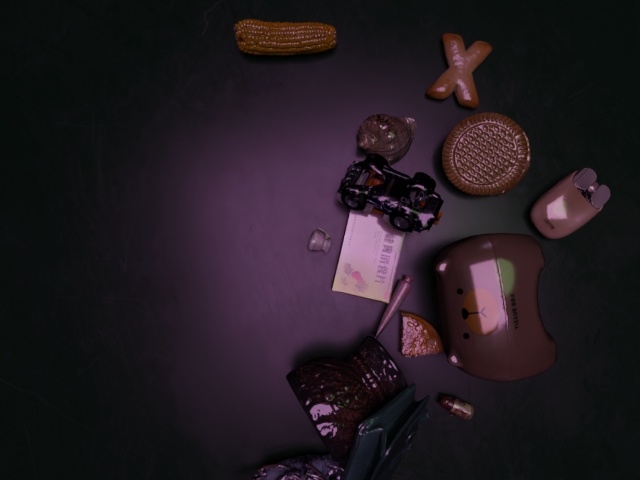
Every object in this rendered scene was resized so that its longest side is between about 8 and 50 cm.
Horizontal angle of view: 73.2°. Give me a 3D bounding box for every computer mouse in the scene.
[{"bbox_3d":[0.742,-0.108,1.286,0.237,0.082,0.145,-37,87,0],"label":"computer mouse"}]

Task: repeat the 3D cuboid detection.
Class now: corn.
[{"bbox_3d":[-0.101,-0.609,1.303,0.313,0.102,0.101,2,88,-1],"label":"corn"}]

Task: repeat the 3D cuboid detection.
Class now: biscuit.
[{"bbox_3d":[0.488,-0.249,1.273,0.260,0.079,0.258,2,102,8],"label":"biscuit"},{"bbox_3d":[0.428,-0.522,1.322,0.165,0.047,0.207,15,88,2],"label":"biscuit"}]

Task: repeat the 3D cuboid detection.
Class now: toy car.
[{"bbox_3d":[0.201,-0.123,1.234,0.301,0.118,0.193,26,56,11],"label":"toy car"}]

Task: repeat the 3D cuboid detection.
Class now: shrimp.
[{"bbox_3d":[-0.074,0.679,1.211,0.373,0.172,0.137,-10,55,-14],"label":"shrimp"}]

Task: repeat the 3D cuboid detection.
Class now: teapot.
[{"bbox_3d":[0.000,0.000,1.300,0.064,0.064,0.083,20,56,-6],"label":"teapot"}]

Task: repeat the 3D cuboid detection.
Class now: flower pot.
[{"bbox_3d":[0.082,0.413,1.189,0.267,0.266,0.266,-31,88,-11],"label":"flower pot"}]

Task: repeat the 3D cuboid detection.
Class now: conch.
[{"bbox_3d":[0.205,-0.310,1.303,0.207,0.130,0.155,-25,123,-22],"label":"conch"}]

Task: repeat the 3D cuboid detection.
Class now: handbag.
[{"bbox_3d":[0.170,0.548,1.129,0.089,0.239,0.326,33,130,33],"label":"handbag"}]

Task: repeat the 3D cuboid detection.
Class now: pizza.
[{"bbox_3d":[0.288,0.296,1.291,0.178,0.041,0.130,31,85,1],"label":"pizza"}]

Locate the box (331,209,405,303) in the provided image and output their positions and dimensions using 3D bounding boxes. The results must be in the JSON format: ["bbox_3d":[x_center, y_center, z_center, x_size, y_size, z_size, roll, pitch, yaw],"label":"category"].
[{"bbox_3d":[0.145,0.043,1.292,0.175,0.062,0.260,13,87,0],"label":"box"}]

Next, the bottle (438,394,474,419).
[{"bbox_3d":[0.399,0.493,1.280,0.101,0.047,0.063,23,98,2],"label":"bottle"}]

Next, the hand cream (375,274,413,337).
[{"bbox_3d":[0.216,0.200,1.287,0.043,0.067,0.209,28,85,16],"label":"hand cream"}]

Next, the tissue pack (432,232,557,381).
[{"bbox_3d":[0.449,0.176,1.182,0.277,0.267,0.386,-6,89,1],"label":"tissue pack"}]
